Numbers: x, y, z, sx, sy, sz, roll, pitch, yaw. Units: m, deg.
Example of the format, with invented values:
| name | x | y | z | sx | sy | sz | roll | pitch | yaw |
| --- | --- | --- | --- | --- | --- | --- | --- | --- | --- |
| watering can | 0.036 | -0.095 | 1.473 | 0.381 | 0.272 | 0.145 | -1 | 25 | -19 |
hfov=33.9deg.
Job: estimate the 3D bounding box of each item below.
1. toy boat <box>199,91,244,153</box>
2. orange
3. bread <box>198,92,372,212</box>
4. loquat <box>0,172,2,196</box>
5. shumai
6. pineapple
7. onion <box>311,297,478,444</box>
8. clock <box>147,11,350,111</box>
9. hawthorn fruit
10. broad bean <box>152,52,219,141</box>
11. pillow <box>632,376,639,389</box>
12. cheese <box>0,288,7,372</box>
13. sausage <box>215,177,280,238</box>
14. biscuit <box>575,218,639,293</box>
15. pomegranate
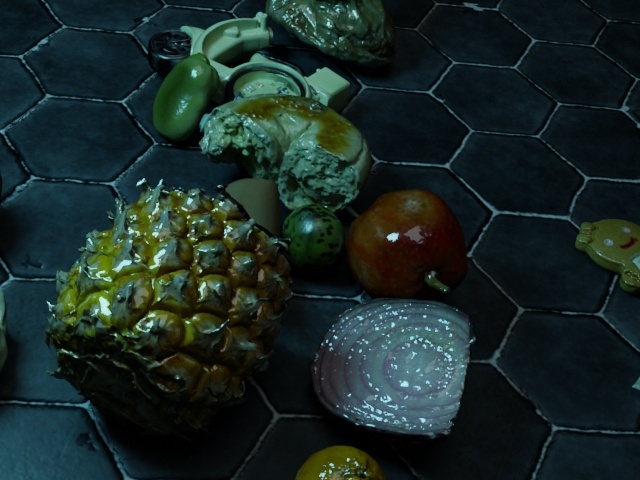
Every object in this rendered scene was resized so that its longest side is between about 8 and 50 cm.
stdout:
| name | x | y | z | sx | sy | sz | roll | pitch | yaw |
| --- | --- | --- | --- | --- | --- | --- | --- | --- | --- |
| toy boat | -0.194 | -0.226 | 2.017 | 0.066 | 0.140 | 0.059 | 31 | 15 | -1 |
| orange | 0.029 | 0.347 | 1.453 | 0.136 | 0.117 | 0.135 | 7 | 36 | -5 |
| bread | -0.051 | -0.175 | 1.954 | 0.314 | 0.171 | 0.192 | 18 | 41 | 7 |
| loquat | -0.638 | -0.098 | 1.717 | 0.235 | 0.235 | 0.235 | 6 | 43 | -5 |
| shumai | 0.065 | -0.540 | 2.268 | 0.314 | 0.262 | 0.267 | 32 | 27 | 3 |
| pineapple | -0.220 | 0.111 | 1.518 | 0.352 | 0.352 | 0.300 | 22 | 54 | 12 |
| onion | 0.116 | 0.214 | 1.630 | 0.248 | 0.111 | 0.250 | 4 | 52 | 21 |
| clock | -0.149 | -0.348 | 2.169 | 0.276 | 0.120 | 0.379 | -33 | 63 | -32 |
| hawthorn fruit | 0.153 | 0.024 | 1.743 | 0.205 | 0.205 | 0.253 | -5 | 19 | -16 |
| broad bean | -0.266 | -0.281 | 2.035 | 0.124 | 0.174 | 0.082 | 39 | 5 | 41 |
| pillow | 0.625 | 0.204 | 1.773 | 0.148 | 0.050 | 0.229 | 20 | 46 | 19 |
| cheese | -0.621 | 0.126 | 1.560 | 0.318 | 0.115 | 0.326 | 3 | 46 | -8 |
| sausage | -0.127 | 0.004 | 1.785 | 0.123 | 0.123 | 0.252 | 5 | 42 | -6 |
| biscuit | 0.596 | 0.031 | 1.955 | 0.184 | 0.035 | 0.249 | -27 | 52 | -36 |
| pomegranate | 0.000 | 0.000 | 1.831 | 0.161 | 0.122 | 0.122 | 12 | 33 | -45 |
